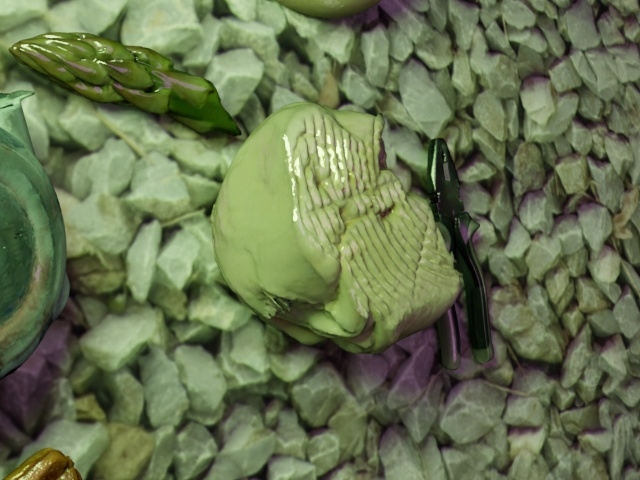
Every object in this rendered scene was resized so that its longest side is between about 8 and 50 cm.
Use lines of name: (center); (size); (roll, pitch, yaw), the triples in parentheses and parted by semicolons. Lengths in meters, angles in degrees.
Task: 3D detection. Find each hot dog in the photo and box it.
hot dog: (-0.311, 0.276, 0.974); (0.165, 0.045, 0.071); (-43, 106, -31)

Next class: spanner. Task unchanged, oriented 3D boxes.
spanner: (0.188, 0.016, 1.361); (0.096, 0.040, 0.324); (-8, 89, -35)

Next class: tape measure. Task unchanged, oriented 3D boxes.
tape measure: (-0.352, 0.009, 0.888); (0.275, 0.147, 0.256); (-43, 129, -55)

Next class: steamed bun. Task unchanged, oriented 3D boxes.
steamed bun: (0.000, 0.000, 1.138); (0.275, 0.206, 0.320); (-43, 108, -47)

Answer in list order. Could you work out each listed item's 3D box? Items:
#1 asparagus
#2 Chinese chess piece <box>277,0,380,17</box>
asparagus: (-0.209, -0.183, 1.095); (0.287, 0.080, 0.080); (10, 77, -33)
Chinese chess piece: (0.005, -0.426, 1.261); (0.273, 0.102, 0.273); (6, 79, -34)
